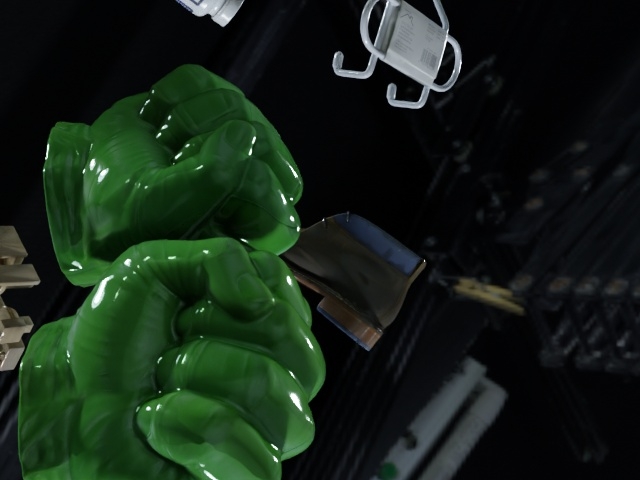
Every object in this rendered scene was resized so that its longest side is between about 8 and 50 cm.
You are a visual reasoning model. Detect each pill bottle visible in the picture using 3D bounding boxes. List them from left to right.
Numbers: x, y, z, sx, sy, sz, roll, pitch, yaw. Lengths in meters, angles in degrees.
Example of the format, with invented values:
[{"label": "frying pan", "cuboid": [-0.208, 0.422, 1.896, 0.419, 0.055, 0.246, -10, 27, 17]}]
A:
[{"label": "pill bottle", "cuboid": [-0.152, -0.314, 1.180, 0.120, 0.067, 0.067, 34, -112, -20]}]

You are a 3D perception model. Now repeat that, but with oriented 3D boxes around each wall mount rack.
[{"label": "wall mount rack", "cuboid": [0.153, -0.432, 1.899, 0.350, 0.130, 0.304, 17, -91, -53]}]

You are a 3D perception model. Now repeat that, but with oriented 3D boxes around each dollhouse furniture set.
[{"label": "dollhouse furniture set", "cuboid": [-0.482, 0.084, 1.360, 0.123, 0.144, 0.151, -2, -44, -45]}]

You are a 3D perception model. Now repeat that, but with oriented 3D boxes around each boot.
[{"label": "boot", "cuboid": [0.000, 0.000, 0.981, 0.219, 0.082, 0.106, 42, -91, 8]}]

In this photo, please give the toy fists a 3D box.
[{"label": "toy fists", "cuboid": [-0.077, 0.015, 0.528, 0.096, 0.142, 0.279, 76, -175, -49]}]
